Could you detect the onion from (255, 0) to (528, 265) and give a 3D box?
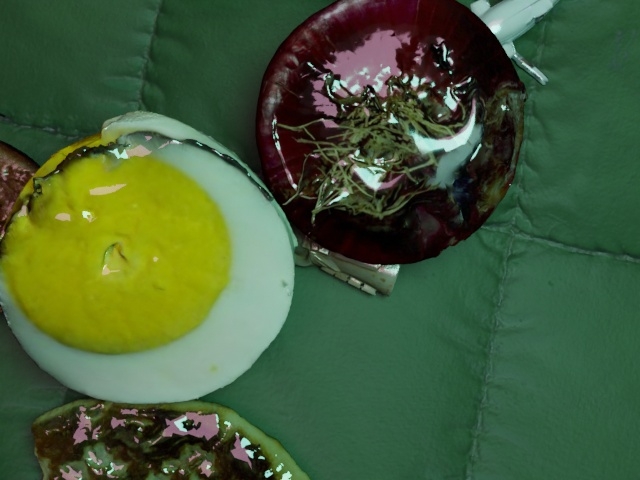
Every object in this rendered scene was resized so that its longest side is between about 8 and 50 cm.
[{"bbox_3d":[0.079,-0.132,0.791,0.313,0.232,0.314,0,103,0],"label":"onion"}]

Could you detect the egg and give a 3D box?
[{"bbox_3d":[-0.184,0.006,0.797,0.336,0.201,0.337,-1,117,-1],"label":"egg"}]

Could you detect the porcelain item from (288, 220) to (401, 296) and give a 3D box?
[{"bbox_3d":[0.000,0.000,0.875,0.213,0.054,0.084,20,83,3],"label":"porcelain item"}]

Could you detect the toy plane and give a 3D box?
[{"bbox_3d":[0.291,-0.300,0.884,0.272,0.107,0.182,-15,89,-6],"label":"toy plane"}]

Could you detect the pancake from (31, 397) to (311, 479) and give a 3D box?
[{"bbox_3d":[-0.151,0.348,0.842,0.426,0.067,0.305,11,91,0],"label":"pancake"}]

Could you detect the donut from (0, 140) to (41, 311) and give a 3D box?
[{"bbox_3d":[-0.386,0.002,0.858,0.141,0.085,0.217,25,85,2],"label":"donut"}]
